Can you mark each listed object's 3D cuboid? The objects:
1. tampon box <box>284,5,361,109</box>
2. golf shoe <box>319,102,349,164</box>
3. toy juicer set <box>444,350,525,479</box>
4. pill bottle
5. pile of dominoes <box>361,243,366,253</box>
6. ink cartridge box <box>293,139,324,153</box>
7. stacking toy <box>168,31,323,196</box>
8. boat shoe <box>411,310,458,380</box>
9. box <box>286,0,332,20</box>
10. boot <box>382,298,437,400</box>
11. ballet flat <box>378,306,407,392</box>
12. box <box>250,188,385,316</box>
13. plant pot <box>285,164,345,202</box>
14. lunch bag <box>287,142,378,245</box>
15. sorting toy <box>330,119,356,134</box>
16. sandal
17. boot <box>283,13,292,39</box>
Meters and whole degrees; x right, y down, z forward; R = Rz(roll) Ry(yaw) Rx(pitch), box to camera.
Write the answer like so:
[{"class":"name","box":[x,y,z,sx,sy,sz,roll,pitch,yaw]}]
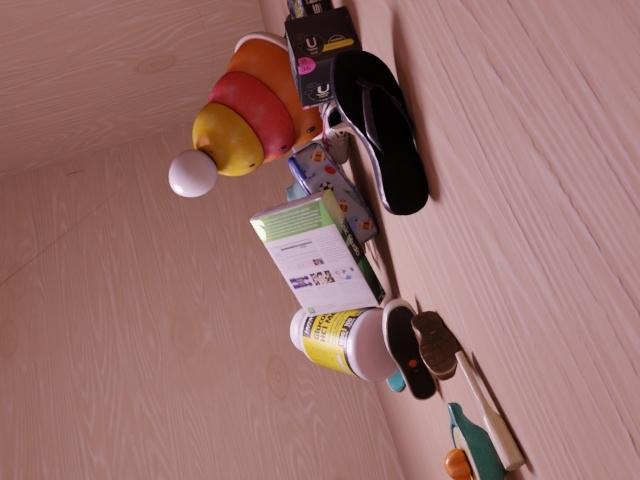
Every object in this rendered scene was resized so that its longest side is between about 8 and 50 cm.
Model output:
[{"class":"tampon box","box":[0.005,-0.347,1.089,0.161,0.120,0.102,84,170,-76]},{"class":"golf shoe","box":[0.038,-0.269,1.436,0.086,0.067,0.186,-111,5,-55]},{"class":"toy juicer set","box":[0.247,0.363,0.863,0.209,0.089,0.329,-112,7,-65]},{"class":"pill bottle","box":[0.062,0.263,1.550,0.333,0.187,0.188,0,109,55]},{"class":"pile of dominoes","box":[0.047,-0.021,1.663,0.251,0.040,0.196,54,-152,-16]},{"class":"ink cartridge box","box":[-0.010,-0.223,2.147,0.201,0.116,0.278,-112,7,-62]},{"class":"stacking toy","box":[-0.222,-0.288,1.512,0.350,0.480,0.351,34,156,17]},{"class":"boat shoe","box":[0.205,0.190,0.989,0.178,0.064,0.060,-97,-13,-68]},{"class":"box","box":[-0.024,-0.512,1.295,0.270,0.060,0.217,115,138,-86]},{"class":"boot","box":[0.186,0.222,1.297,0.176,0.088,0.245,-110,1,-71]},{"class":"ballet flat","box":[0.207,0.303,1.591,0.077,0.091,0.241,12,-119,-58]},{"class":"box","box":[-0.005,0.042,1.426,0.322,0.232,0.058,60,-143,-22]},{"class":"plant pot","box":[-0.003,-0.114,1.865,0.293,0.196,0.293,163,90,-87]},{"class":"lunch bag","box":[0.030,-0.112,1.496,0.304,0.114,0.243,57,178,-13]},{"class":"sorting toy","box":[0.058,-0.237,1.167,0.083,0.075,0.045,-130,23,-82]},{"class":"sandal","box":[0.097,-0.160,0.815,0.255,0.097,0.054,64,167,-9]},{"class":"boot","box":[-0.044,-0.529,1.644,0.190,0.076,0.209,75,170,-75]}]
